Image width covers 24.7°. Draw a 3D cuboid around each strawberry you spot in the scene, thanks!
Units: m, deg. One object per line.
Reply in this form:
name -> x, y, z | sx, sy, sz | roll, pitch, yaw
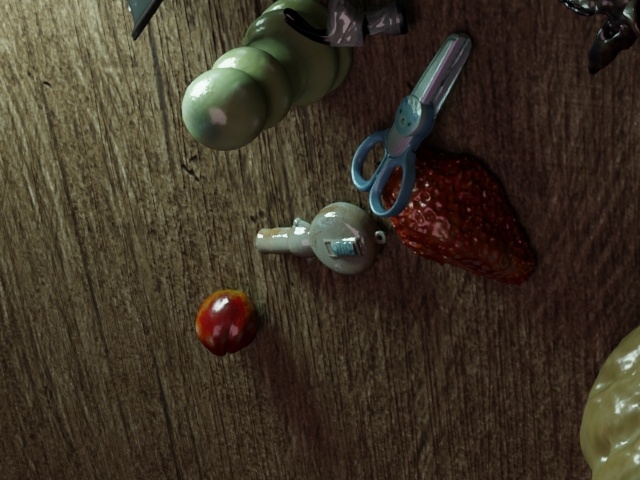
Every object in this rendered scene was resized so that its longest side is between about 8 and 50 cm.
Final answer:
strawberry -> 0.165, -0.021, 1.906 | 0.236, 0.107, 0.175 | 23, 129, 20

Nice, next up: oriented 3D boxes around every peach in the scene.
peach -> -0.144, 0.122, 2.227 | 0.101, 0.101, 0.100 | 18, 128, 24

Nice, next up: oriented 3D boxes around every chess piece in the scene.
chess piece -> -0.081, -0.197, 1.853 | 0.144, 0.251, 0.144 | 18, 129, 24

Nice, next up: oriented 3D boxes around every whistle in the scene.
whistle -> 0.000, 0.000, 2.070 | 0.220, 0.057, 0.107 | 0, 120, 37

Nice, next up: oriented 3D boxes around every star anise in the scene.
star anise -> 0.354, -0.269, 1.612 | 0.272, 0.102, 0.272 | 18, 127, 27

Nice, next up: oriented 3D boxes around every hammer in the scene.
hammer -> 0.005, -0.440, 1.760 | 0.152, 0.044, 0.426 | -6, 112, 6

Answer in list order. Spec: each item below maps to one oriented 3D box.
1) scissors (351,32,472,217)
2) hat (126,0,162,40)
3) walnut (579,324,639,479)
scissors -> 0.119, -0.152, 1.850 | 0.256, 0.030, 0.125 | -60, 38, 26
hat -> -0.171, -0.417, 1.856 | 0.238, 0.209, 0.336 | 59, 155, 15
walnut -> 0.489, 0.230, 1.713 | 0.384, 0.383, 0.383 | 18, 128, 24
